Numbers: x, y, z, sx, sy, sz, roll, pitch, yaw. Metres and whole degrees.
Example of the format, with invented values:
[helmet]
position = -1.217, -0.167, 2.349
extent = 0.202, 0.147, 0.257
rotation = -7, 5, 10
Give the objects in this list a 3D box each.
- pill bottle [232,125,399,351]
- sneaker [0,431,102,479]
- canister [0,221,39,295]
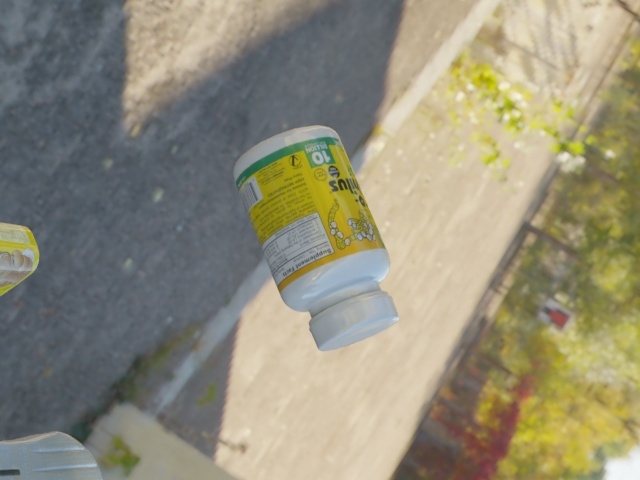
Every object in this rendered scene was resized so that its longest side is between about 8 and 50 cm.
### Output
[pill bottle]
position = 0.000, 0.000, 1.258
extent = 0.118, 0.208, 0.117
rotation = -21, 166, -5
[sneaker]
position = -0.306, 0.237, 1.219
extent = 0.091, 0.094, 0.258
rotation = -18, 159, 18
[canister]
position = -0.417, 0.022, 1.411
extent = 0.126, 0.073, 0.170
rotation = -32, 161, 22
